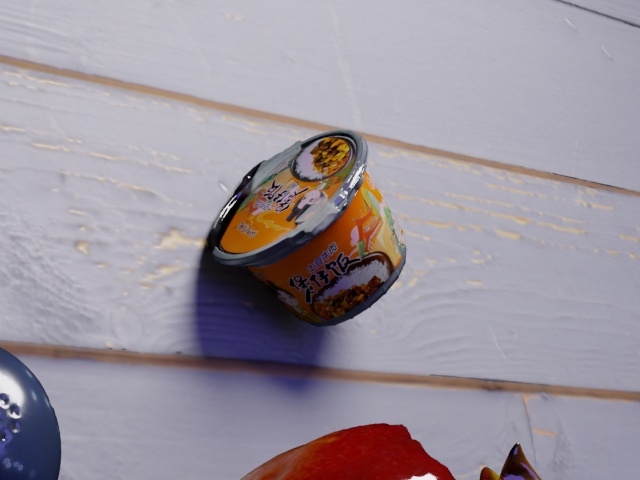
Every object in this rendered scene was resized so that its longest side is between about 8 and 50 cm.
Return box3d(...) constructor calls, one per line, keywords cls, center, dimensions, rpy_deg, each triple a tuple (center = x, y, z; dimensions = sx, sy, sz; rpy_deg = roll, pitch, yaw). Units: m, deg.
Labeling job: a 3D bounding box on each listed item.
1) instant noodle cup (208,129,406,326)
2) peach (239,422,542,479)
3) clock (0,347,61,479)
box3d(cls="instant noodle cup", center=(0.000, 0.000, 1.364), dimensions=(0.125, 0.177, 0.208), rpy_deg=(53, 9, -24))
box3d(cls="peach", center=(0.043, 0.348, 1.057), dimensions=(0.310, 0.335, 0.406), rpy_deg=(-23, 85, -25))
box3d(cls="clock", center=(-0.297, 0.162, 1.012), dimensions=(0.243, 0.146, 0.199), rpy_deg=(-15, 71, -37))
